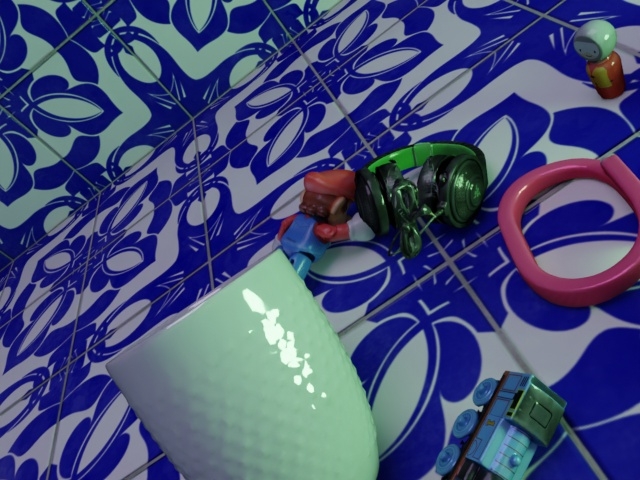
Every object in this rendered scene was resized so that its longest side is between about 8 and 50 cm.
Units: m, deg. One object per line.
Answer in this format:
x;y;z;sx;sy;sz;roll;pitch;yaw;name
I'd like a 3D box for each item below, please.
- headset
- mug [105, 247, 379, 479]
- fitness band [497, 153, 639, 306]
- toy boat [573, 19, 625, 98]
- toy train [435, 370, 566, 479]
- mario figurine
0.167;-0.104;1.017;0.243;0.185;0.394;-6;31;17;headset
-0.074;0.214;0.830;0.276;0.328;0.374;-33;3;9;mug
0.384;-0.027;0.873;0.209;0.054;0.290;-28;35;19;fitness band
0.589;-0.341;0.931;0.318;0.148;0.267;-16;42;32;toy boat
0.213;0.243;0.699;0.184;0.080;0.105;-54;9;-18;toy train
0.000;0.000;1.199;0.198;0.170;0.320;30;82;11;mario figurine
